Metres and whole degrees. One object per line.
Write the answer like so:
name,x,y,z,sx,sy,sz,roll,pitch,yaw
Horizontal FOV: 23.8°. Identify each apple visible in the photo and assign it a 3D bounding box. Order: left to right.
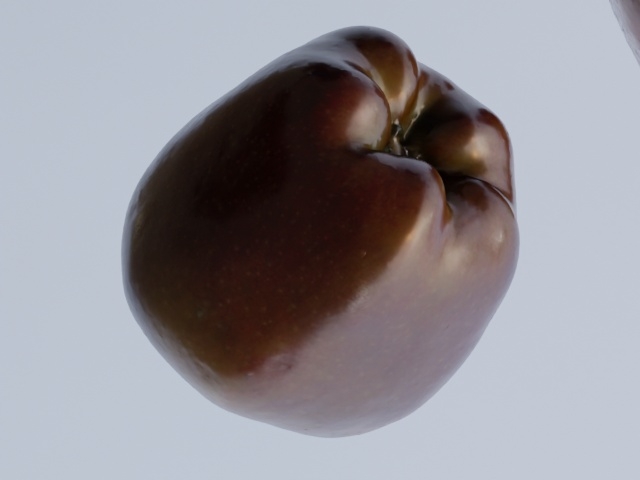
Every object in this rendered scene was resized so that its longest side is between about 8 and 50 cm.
apple,0.000,0.000,1.169,0.317,0.288,0.288,-48,-135,40

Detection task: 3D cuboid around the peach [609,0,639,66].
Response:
peach,0.413,-0.273,1.340,0.335,0.406,0.310,-28,-144,15
